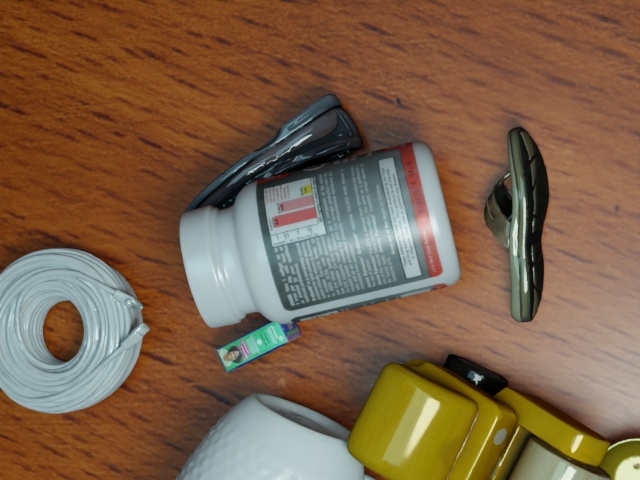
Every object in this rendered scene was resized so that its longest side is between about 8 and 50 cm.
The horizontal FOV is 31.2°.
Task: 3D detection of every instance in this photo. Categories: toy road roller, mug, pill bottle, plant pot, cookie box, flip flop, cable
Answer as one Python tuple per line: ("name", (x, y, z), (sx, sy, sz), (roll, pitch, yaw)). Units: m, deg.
("toy road roller", (0.188, 0.281, 1.515), (0.329, 0.240, 0.203), (29, 96, 46))
("mug", (-0.041, 0.413, 1.614), (0.374, 0.276, 0.328), (22, 92, -17))
("pill bottle", (0.000, 0.000, 1.611), (0.362, 0.210, 0.210), (-13, 84, 5))
("plant pot", (0.435, 0.332, 1.563), (0.134, 0.095, 0.134), (-1, 87, 15))
("cookie box", (-0.090, 0.152, 1.708), (0.107, 0.092, 0.040), (-28, 85, 12))
("flip flop", (0.272, -0.023, 1.627), (0.080, 0.112, 0.277), (1, 93, 29))
("cable", (-0.405, 0.139, 1.791), (0.257, 0.089, 0.257), (40, 98, 14))

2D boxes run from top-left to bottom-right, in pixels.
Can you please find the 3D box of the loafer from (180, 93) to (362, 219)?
("loafer", (-0.072, -0.093, 1.711), (0.302, 0.109, 0.095), (-39, 83, 7))
